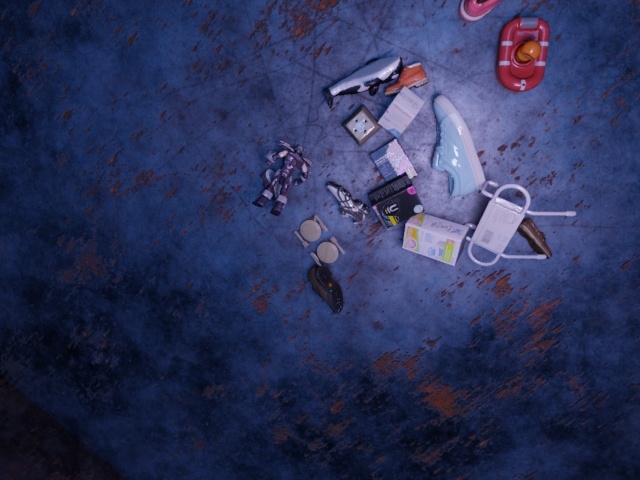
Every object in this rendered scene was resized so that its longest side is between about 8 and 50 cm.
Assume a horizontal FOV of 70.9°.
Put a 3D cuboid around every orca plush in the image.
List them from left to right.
[{"bbox_3d":[0.158,-0.528,1.557,0.287,0.151,0.102,-29,131,11],"label":"orca plush"}]

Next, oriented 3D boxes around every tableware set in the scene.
[{"bbox_3d":[0.000,0.000,1.754,0.128,0.039,0.194,-36,93,27],"label":"tableware set"}]

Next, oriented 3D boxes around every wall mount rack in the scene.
[{"bbox_3d":[0.667,-0.050,1.546,0.304,0.130,0.350,27,135,17],"label":"wall mount rack"}]

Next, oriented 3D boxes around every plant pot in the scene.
[{"bbox_3d":[0.145,-0.407,1.592,0.109,0.096,0.109,-40,97,15],"label":"plant pot"}]

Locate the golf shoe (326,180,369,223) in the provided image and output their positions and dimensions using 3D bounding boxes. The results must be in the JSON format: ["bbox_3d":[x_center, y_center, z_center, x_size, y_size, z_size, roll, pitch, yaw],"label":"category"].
[{"bbox_3d":[0.088,-0.139,1.684,0.198,0.077,0.094,39,107,-3],"label":"golf shoe"}]

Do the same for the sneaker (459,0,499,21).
[{"bbox_3d":[0.585,-0.818,1.401,0.314,0.136,0.116,-42,98,15],"label":"sneaker"}]

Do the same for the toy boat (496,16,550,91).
[{"bbox_3d":[0.660,-0.601,1.443,0.150,0.151,0.231,2,106,7],"label":"toy boat"}]

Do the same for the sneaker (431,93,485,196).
[{"bbox_3d":[0.444,-0.315,1.558,0.150,0.135,0.366,-25,101,8],"label":"sneaker"}]

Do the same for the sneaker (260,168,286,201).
[{"bbox_3d":[-0.183,-0.194,1.723,0.064,0.061,0.158,-11,105,38],"label":"sneaker"}]

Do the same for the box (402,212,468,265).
[{"bbox_3d":[0.410,-0.010,1.617,0.203,0.103,0.114,20,129,23],"label":"box"}]

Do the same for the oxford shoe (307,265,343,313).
[{"bbox_3d":[0.020,0.196,1.794,0.096,0.083,0.227,-8,117,42],"label":"oxford shoe"}]

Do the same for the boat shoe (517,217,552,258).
[{"bbox_3d":[0.792,-0.007,1.637,0.060,0.064,0.178,-44,101,-3],"label":"boat shoe"}]

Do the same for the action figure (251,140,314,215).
[{"bbox_3d":[-0.137,-0.238,1.647,0.185,0.099,0.285,30,78,-14],"label":"action figure"}]

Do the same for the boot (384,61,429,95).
[{"bbox_3d":[0.287,-0.556,1.556,0.157,0.059,0.085,-22,99,4],"label":"boot"}]

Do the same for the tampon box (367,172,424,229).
[{"bbox_3d":[0.273,-0.140,1.627,0.160,0.101,0.120,-27,124,13],"label":"tampon box"}]

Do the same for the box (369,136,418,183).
[{"bbox_3d":[0.268,-0.278,1.647,0.116,0.029,0.162,-32,99,14],"label":"box"}]

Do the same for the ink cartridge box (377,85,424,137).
[{"bbox_3d":[0.278,-0.442,1.530,0.092,0.143,0.090,36,62,-4],"label":"ink cartridge box"}]
